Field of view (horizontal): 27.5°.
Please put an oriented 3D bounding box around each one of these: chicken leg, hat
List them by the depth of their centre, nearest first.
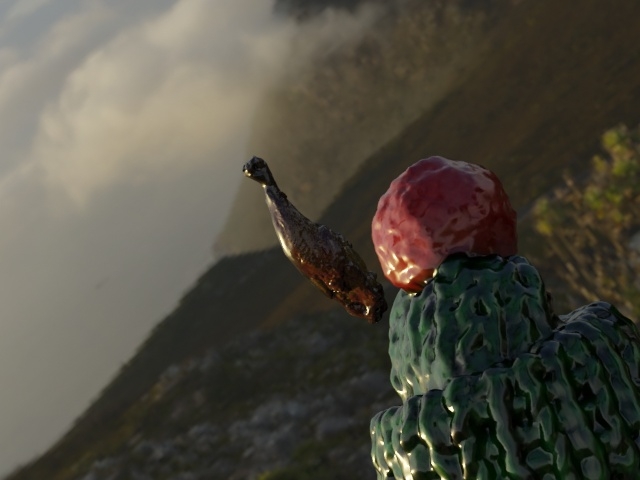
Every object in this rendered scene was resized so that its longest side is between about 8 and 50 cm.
[{"bbox_3d":[0.000,0.003,0.851,0.037,0.145,0.062,-33,37,19],"label":"chicken leg"},{"bbox_3d":[0.126,0.089,1.059,0.242,0.332,0.274,-13,-14,-34],"label":"hat"}]
